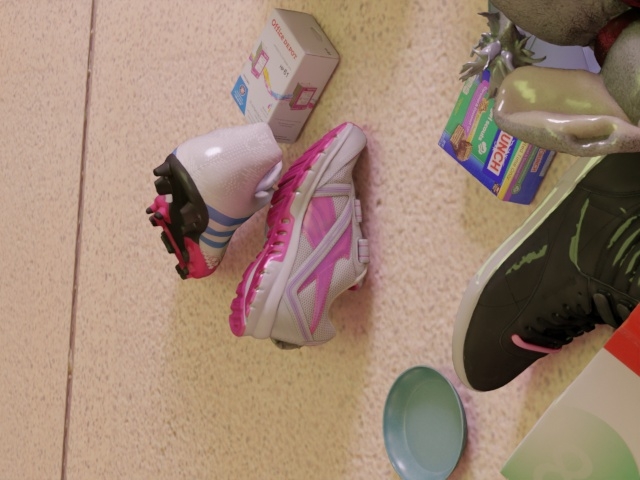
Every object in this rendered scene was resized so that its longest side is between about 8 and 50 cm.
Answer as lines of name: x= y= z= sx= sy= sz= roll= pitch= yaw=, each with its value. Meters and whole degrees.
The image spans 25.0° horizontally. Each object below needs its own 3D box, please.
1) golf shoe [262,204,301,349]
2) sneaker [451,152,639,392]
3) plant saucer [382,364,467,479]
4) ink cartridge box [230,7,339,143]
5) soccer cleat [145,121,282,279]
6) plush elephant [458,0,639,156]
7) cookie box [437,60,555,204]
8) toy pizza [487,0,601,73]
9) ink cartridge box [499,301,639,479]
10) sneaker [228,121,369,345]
golf shoe: x=-0.034 y=0.033 z=1.577 sx=0.086 sy=0.069 sz=0.176 roll=163 pitch=113 yaw=-69
sneaker: x=0.217 y=0.053 z=1.186 sx=0.295 sy=0.105 sz=0.147 roll=-56 pitch=41 yaw=28
plant saucer: x=0.105 y=0.180 z=1.397 sx=0.119 sy=0.021 sz=0.119 roll=-8 pitch=80 yaw=53
ink cartridge box: x=-0.040 y=-0.182 z=1.599 sx=0.122 sy=0.052 sz=0.088 roll=-59 pitch=44 yaw=30
soccer cleat: x=-0.110 y=-0.042 z=1.624 sx=0.116 sy=0.143 sz=0.331 roll=61 pitch=166 yaw=7
plush elephant: x=0.236 y=-0.176 z=1.036 sx=0.255 sy=0.272 sz=0.330 roll=47 pitch=137 yaw=34
cookie box: x=0.166 y=-0.099 z=1.323 sx=0.107 sy=0.040 sz=0.092 roll=47 pitch=122 yaw=44
toy pizza: x=0.222 y=-0.223 z=1.266 sx=0.201 sy=0.032 sz=0.201 roll=-8 pitch=81 yaw=54
ink cartridge box: x=0.268 y=0.154 z=1.091 sx=0.181 sy=0.056 sz=0.224 roll=40 pitch=125 yaw=13
sneaker: x=0.000 y=0.000 z=1.497 sx=0.252 sy=0.111 sz=0.103 roll=-67 pitch=15 yaw=-9
